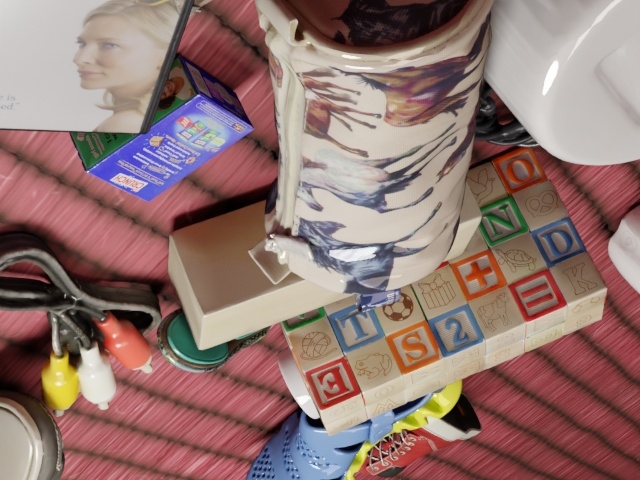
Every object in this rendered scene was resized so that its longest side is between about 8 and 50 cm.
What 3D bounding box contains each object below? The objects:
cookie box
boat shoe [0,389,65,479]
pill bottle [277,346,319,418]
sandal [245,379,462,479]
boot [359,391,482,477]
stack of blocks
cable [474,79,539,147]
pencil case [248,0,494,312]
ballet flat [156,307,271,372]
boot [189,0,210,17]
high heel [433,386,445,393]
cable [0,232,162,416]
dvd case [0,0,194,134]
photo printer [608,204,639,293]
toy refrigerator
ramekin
[{"bbox_3d":[-0.120,-0.083,1.146,0.107,0.040,0.092,-33,156,14],"label":"cookie box"},{"bbox_3d":[-0.311,0.219,1.511,0.095,0.112,0.335,-30,169,-37],"label":"boat shoe"},{"bbox_3d":[0.054,0.111,1.626,0.187,0.112,0.112,-30,156,11],"label":"pill bottle"},{"bbox_3d":[0.015,0.221,1.820,0.317,0.126,0.138,-44,148,19],"label":"sandal"},{"bbox_3d":[0.107,0.262,2.025,0.176,0.088,0.244,-29,160,11],"label":"boot"},{"bbox_3d":[0.107,0.048,1.477,0.297,0.171,0.087,-23,156,-4],"label":"stack of blocks"},{"bbox_3d":[0.186,-0.136,1.348,0.184,0.047,0.150,6,149,-45],"label":"cable"},{"bbox_3d":[0.032,-0.096,1.122,0.183,0.160,0.410,-41,161,-17],"label":"pencil case"},{"bbox_3d":[-0.112,0.094,1.451,0.070,0.070,0.188,-39,167,28],"label":"ballet flat"},{"bbox_3d":[-0.082,-0.186,0.984,0.118,0.042,0.087,-34,161,20],"label":"boot"},{"bbox_3d":[0.211,0.045,1.727,0.186,0.093,0.261,-33,155,-48],"label":"high heel"},{"bbox_3d":[-0.210,0.070,1.331,0.139,0.072,0.287,-28,156,-8],"label":"cable"},{"bbox_3d":[-0.169,-0.148,0.937,0.180,0.022,0.253,1,147,-20],"label":"dvd case"},{"bbox_3d":[0.498,0.058,1.790,0.307,0.256,0.107,4,122,-49],"label":"photo printer"},{"bbox_3d":[0.000,0.000,1.376,0.269,0.094,0.102,-19,162,-13],"label":"toy refrigerator"},{"bbox_3d":[0.240,-0.184,1.137,0.277,0.135,0.277,-21,148,-14],"label":"ramekin"}]
